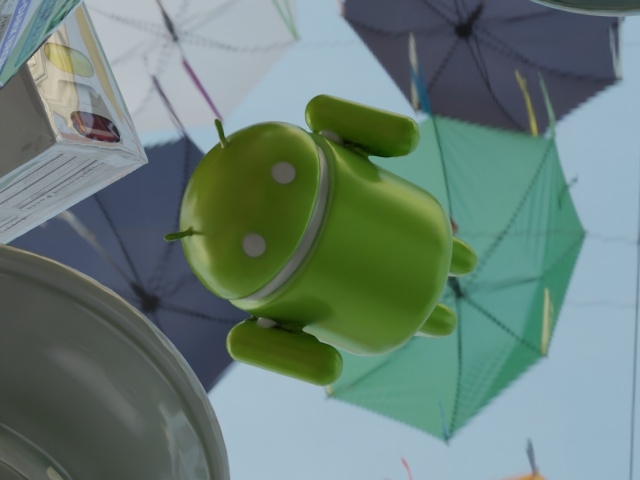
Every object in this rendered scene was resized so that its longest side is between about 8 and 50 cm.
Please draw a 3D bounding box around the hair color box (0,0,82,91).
[{"bbox_3d":[-0.109,-0.215,0.715,0.110,0.185,0.339,32,-134,-3],"label":"hair color box"}]

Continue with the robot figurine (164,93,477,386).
[{"bbox_3d":[0.000,0.000,0.549,0.067,0.115,0.101,8,-105,57],"label":"robot figurine"}]

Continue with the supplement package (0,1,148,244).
[{"bbox_3d":[-0.302,-0.141,1.293,0.204,0.145,0.261,-28,-104,19],"label":"supplement package"}]

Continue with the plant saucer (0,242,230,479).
[{"bbox_3d":[-0.264,0.196,1.083,0.401,0.400,0.100,-15,-156,6],"label":"plant saucer"}]

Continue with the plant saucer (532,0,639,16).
[{"bbox_3d":[0.254,-0.286,1.191,0.318,0.043,0.317,-11,-127,15],"label":"plant saucer"}]
